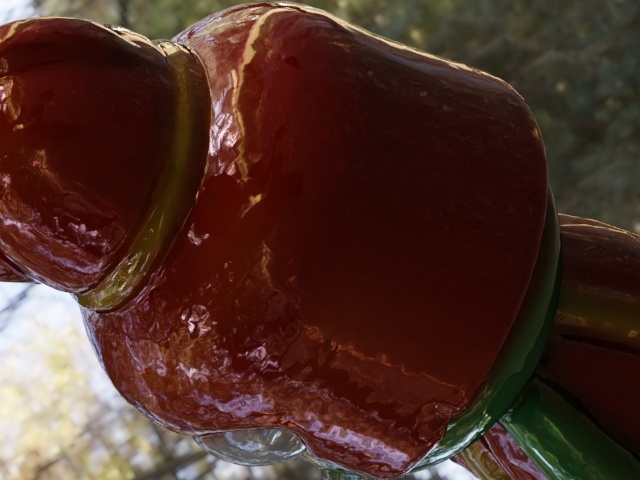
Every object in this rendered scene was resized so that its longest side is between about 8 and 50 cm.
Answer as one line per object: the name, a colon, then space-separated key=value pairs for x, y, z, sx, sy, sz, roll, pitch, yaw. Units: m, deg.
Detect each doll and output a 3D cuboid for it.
doll: x=0.000 y=0.001 z=0.663 sx=0.363 sy=0.160 sz=0.182 roll=20 pitch=-149 yaw=-26
